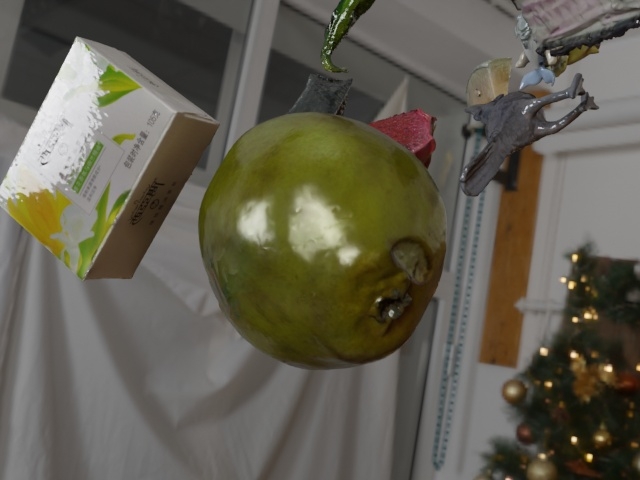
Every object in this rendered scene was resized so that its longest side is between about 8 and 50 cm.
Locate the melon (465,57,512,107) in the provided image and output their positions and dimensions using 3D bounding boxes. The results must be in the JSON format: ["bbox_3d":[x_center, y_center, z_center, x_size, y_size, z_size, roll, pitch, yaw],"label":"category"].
[{"bbox_3d":[0.310,-0.289,1.592,0.054,0.098,0.182,-6,8,-8],"label":"melon"}]

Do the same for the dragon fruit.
[{"bbox_3d":[0.091,-0.114,1.408,0.274,0.126,0.161,-19,29,-17],"label":"dragon fruit"}]

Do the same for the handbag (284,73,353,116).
[{"bbox_3d":[-0.002,-0.206,1.621,0.089,0.270,0.175,10,-51,11],"label":"handbag"}]

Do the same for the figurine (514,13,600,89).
[{"bbox_3d":[0.457,-0.387,1.635,0.184,0.208,0.128,22,-4,-27],"label":"figurine"}]

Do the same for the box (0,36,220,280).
[{"bbox_3d":[-0.286,-0.103,1.114,0.194,0.260,0.111,37,16,21],"label":"box"}]

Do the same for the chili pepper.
[{"bbox_3d":[0.091,-0.481,1.622,0.085,0.359,0.076,27,-1,3],"label":"chili pepper"}]

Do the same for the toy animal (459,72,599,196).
[{"bbox_3d":[0.311,-0.179,1.266,0.206,0.081,0.367,-22,19,20],"label":"toy animal"}]

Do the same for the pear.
[{"bbox_3d":[0.000,0.000,0.883,0.269,0.269,0.321,17,24,-34],"label":"pear"}]

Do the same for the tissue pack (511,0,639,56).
[{"bbox_3d":[0.437,-0.371,1.011,0.122,0.361,0.259,59,-14,-11],"label":"tissue pack"}]
